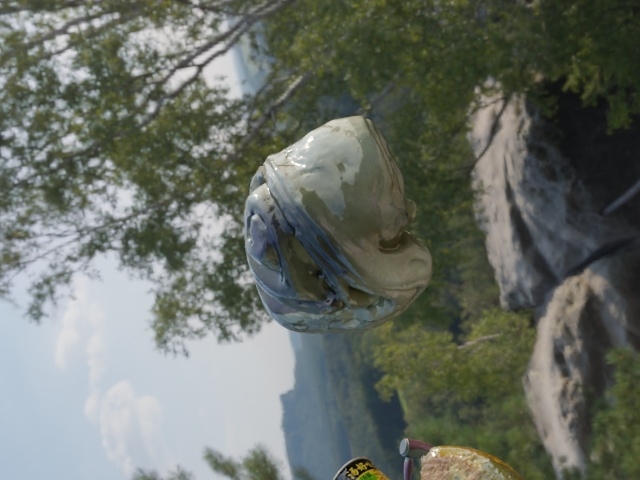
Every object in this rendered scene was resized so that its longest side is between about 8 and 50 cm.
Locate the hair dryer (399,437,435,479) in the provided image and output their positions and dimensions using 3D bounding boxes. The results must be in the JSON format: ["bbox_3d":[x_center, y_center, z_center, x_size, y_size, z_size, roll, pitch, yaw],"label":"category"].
[{"bbox_3d":[0.275,0.676,2.209,0.054,0.106,0.154,-155,84,-75],"label":"hair dryer"}]

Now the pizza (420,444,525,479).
[{"bbox_3d":[0.315,0.490,1.357,0.087,0.268,0.258,31,-132,-41],"label":"pizza"}]

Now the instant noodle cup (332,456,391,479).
[{"bbox_3d":[0.100,0.525,1.474,0.122,0.151,0.152,17,127,43],"label":"instant noodle cup"}]

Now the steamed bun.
[{"bbox_3d":[0.000,0.000,1.195,0.352,0.247,0.339,-29,85,45],"label":"steamed bun"}]
